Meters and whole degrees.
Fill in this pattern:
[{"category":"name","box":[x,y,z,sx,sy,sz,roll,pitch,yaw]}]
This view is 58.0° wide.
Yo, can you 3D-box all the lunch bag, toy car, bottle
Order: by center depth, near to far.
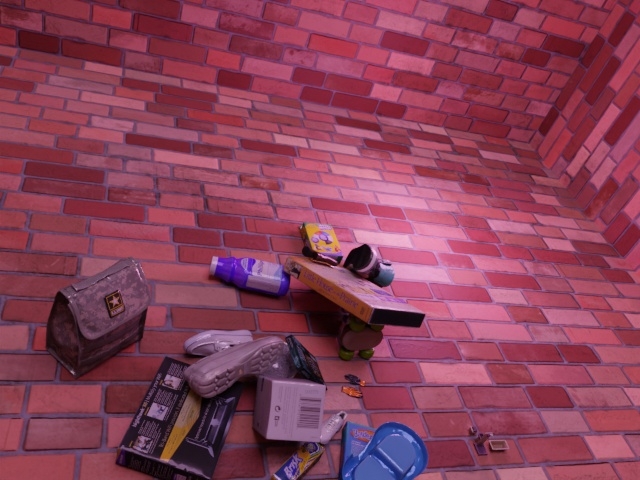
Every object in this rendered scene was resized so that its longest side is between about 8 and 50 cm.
[{"category":"lunch bag","box":[-0.608,0.198,1.598,0.169,0.287,0.235,36,39,18]},{"category":"toy car","box":[0.116,0.286,1.973,0.149,0.155,0.188,2,32,-24]},{"category":"bottle","box":[-0.248,0.117,2.033,0.283,0.092,0.118,14,33,-11]}]

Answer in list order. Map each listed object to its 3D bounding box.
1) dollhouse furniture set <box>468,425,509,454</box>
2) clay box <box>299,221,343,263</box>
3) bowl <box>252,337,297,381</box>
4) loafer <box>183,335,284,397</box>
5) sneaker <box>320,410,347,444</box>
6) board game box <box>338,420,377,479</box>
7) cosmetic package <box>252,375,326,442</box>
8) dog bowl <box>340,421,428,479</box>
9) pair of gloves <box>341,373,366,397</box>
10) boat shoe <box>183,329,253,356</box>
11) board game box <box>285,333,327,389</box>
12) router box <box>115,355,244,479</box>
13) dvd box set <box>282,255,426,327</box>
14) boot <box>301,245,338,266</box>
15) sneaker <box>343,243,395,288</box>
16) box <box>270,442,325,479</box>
[{"category":"dollhouse furniture set","box":[0.548,0.617,1.830,0.114,0.081,0.091,6,40,-20]},{"category":"clay box","box":[0.000,0.000,2.331,0.127,0.053,0.222,4,42,-23]},{"category":"bowl","box":[-0.157,0.387,1.762,0.170,0.080,0.170,14,37,-11]},{"category":"loafer","box":[-0.236,0.336,1.631,0.111,0.112,0.319,26,26,36]},{"category":"sneaker","box":[0.028,0.532,1.662,0.054,0.061,0.152,37,22,17]},{"category":"board game box","box":[0.135,0.631,1.636,0.160,0.047,0.210,18,39,-6]},{"category":"cosmetic package","box":[-0.090,0.458,1.586,0.151,0.184,0.151,10,78,-17]},{"category":"dog bowl","box":[0.168,0.621,1.565,0.166,0.074,0.297,40,42,21]},{"category":"pair of gloves","box":[0.107,0.466,1.853,0.074,0.010,0.083,21,37,-1]},{"category":"boat shoe","box":[-0.301,0.322,1.765,0.226,0.083,0.076,-6,44,-32]},{"category":"board game box","box":[-0.043,0.378,1.768,0.026,0.186,0.126,-30,48,5]},{"category":"router box","box":[-0.364,0.482,1.543,0.243,0.081,0.309,21,37,-3]},{"category":"dvd box set","box":[0.111,0.175,1.976,0.420,0.062,0.308,28,10,41]},{"category":"boot","box":[0.000,0.060,2.105,0.114,0.037,0.106,20,6,-41]},{"category":"sneaker","box":[0.204,0.107,2.173,0.178,0.124,0.295,27,-7,-9]},{"category":"box","box":[-0.063,0.610,1.554,0.054,0.059,0.169,35,39,20]}]
